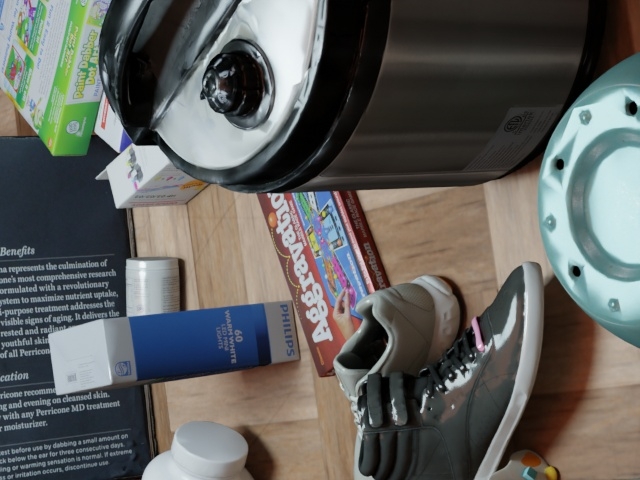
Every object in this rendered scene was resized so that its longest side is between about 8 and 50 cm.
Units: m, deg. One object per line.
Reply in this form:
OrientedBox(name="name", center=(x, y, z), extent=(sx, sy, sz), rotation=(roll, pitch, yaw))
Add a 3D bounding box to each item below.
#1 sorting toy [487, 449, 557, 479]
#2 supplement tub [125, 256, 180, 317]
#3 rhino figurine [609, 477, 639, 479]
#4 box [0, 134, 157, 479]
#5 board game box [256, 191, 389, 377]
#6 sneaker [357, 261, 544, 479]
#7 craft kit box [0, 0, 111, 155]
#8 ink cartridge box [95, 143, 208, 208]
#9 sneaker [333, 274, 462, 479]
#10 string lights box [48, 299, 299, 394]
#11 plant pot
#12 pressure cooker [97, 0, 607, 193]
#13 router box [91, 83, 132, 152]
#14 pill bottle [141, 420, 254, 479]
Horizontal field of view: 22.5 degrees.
OrientedBox(name="sorting toy", center=(0.191, 0.252, 1.571), extent=(0.045, 0.075, 0.083), rotation=(2, 96, 53))
OrientedBox(name="supplement tub", center=(-0.218, 0.076, 2.096), extent=(0.071, 0.071, 0.107), rotation=(5, 96, 52))
OrientedBox(name="rhino figurine", center=(0.314, 0.244, 1.413), extent=(0.243, 0.073, 0.106), rotation=(-34, 70, 47))
OrientedBox(name="box", center=(-0.489, 0.118, 2.280), extent=(0.480, 0.297, 0.471), rotation=(-12, 82, 53))
OrientedBox(name="board game box", center=(0.000, 0.000, 1.840), extent=(0.145, 0.027, 0.281), rotation=(-43, 60, 47))
OrientedBox(name="sneaker", center=(0.120, 0.141, 1.579), extent=(0.104, 0.147, 0.295), rotation=(-86, 12, -61))
OrientedBox(name="craft kit box", center=(-0.350, -0.278, 2.107), extent=(0.246, 0.061, 0.249), rotation=(50, 131, 44))
OrientedBox(name="ink cartridge box", center=(-0.196, -0.089, 2.024), extent=(0.181, 0.104, 0.061), rotation=(-34, 66, 49))
OrientedBox(name="sneaker", center=(0.056, 0.159, 1.702), extent=(0.099, 0.121, 0.262), rotation=(32, 118, 48))
OrientedBox(name="string lights box", center=(-0.169, 0.125, 1.879), extent=(0.133, 0.260, 0.076), rotation=(-16, 81, 51))
OrientedBox(name="plant pot", center=(0.313, -0.031, 1.255), extent=(0.293, 0.235, 0.293), rotation=(8, 100, 53))
OrientedBox(name="pressure cooker", center=(0.008, -0.226, 1.485), extent=(0.375, 0.420, 0.369), rotation=(21, 110, 51))
OrientedBox(name="router box", center=(-0.266, -0.321, 2.103), extent=(0.301, 0.082, 0.335), rotation=(39, 123, 47))
OrientedBox(name="pill bottle", center=(-0.161, 0.358, 1.984), extent=(0.146, 0.146, 0.264), rotation=(38, 122, 44))
